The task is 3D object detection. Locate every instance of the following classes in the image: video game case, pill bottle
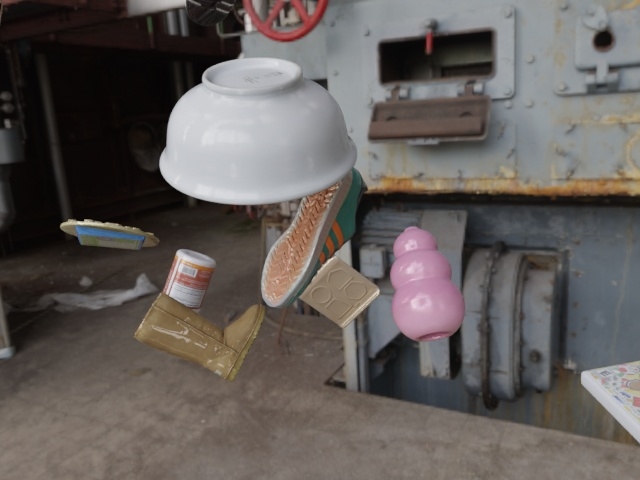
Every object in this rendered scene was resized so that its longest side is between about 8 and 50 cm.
[{"bbox_3d":[0.503,0.225,0.760,0.206,0.026,0.227,-9,21,-6],"label":"video game case"},{"bbox_3d":[-0.397,0.144,1.689,0.121,0.216,0.121,21,5,-2],"label":"pill bottle"}]

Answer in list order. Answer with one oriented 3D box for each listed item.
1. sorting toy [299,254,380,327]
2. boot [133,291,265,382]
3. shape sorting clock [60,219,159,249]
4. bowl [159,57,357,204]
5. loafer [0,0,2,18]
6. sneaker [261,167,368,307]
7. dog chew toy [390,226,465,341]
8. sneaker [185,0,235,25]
[{"bbox_3d":[0.058,0.164,1.863,0.208,0.193,0.038,38,20,-15],"label":"sorting toy"},{"bbox_3d":[-0.296,0.206,1.470,0.089,0.269,0.236,-46,16,53],"label":"boot"},{"bbox_3d":[-0.459,-0.015,1.260,0.206,0.040,0.206,2,-10,0],"label":"shape sorting clock"},{"bbox_3d":[-0.094,-0.181,0.841,0.297,0.134,0.298,-1,35,1],"label":"bowl"},{"bbox_3d":[-0.676,-0.436,1.170,0.039,0.125,0.045,34,23,25],"label":"loafer"},{"bbox_3d":[0.000,0.000,1.090,0.108,0.302,0.121,33,7,41],"label":"sneaker"},{"bbox_3d":[0.294,0.117,1.660,0.206,0.332,0.206,-6,-24,-3],"label":"dog chew toy"},{"bbox_3d":[-0.223,-0.640,1.315,0.106,0.162,0.281,19,-40,-22],"label":"sneaker"}]
